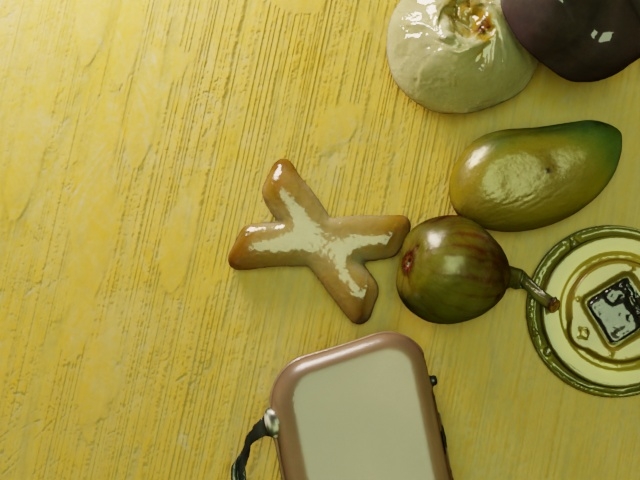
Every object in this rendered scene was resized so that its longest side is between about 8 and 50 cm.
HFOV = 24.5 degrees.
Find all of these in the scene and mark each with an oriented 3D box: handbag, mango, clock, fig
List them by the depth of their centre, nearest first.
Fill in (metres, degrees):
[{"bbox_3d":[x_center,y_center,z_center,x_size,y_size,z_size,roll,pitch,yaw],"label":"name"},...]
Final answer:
[{"bbox_3d":[0.025,0.282,1.890,0.283,0.149,0.302,-12,86,-3],"label":"handbag"},{"bbox_3d":[0.194,0.035,1.923,0.186,0.148,0.142,-9,96,-32],"label":"fig"},{"bbox_3d":[0.390,0.092,1.949,0.237,0.057,0.237,0,84,0],"label":"clock"},{"bbox_3d":[0.287,-0.083,1.953,0.237,0.091,0.137,-7,90,0],"label":"mango"}]

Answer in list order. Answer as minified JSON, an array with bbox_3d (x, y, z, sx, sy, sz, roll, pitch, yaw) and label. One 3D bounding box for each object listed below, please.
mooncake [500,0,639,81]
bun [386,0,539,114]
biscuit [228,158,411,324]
[{"bbox_3d":[0.348,-0.325,1.915,0.245,0.133,0.245,9,70,-25],"label":"mooncake"},{"bbox_3d":[0.194,-0.273,1.956,0.222,0.127,0.222,0,85,3],"label":"bun"},{"bbox_3d":[-0.001,0.001,1.969,0.208,0.047,0.164,25,84,4],"label":"biscuit"}]
